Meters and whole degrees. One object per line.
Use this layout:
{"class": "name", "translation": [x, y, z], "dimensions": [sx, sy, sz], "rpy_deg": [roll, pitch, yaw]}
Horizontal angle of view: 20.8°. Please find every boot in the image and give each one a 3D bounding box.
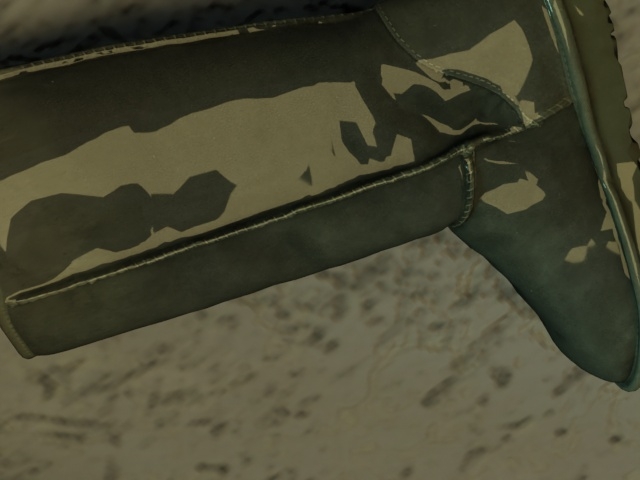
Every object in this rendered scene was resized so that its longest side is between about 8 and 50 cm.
{"class": "boot", "translation": [0.000, 0.000, 0.568], "dimensions": [0.208, 0.076, 0.190], "rpy_deg": [-23, 115, -5]}
